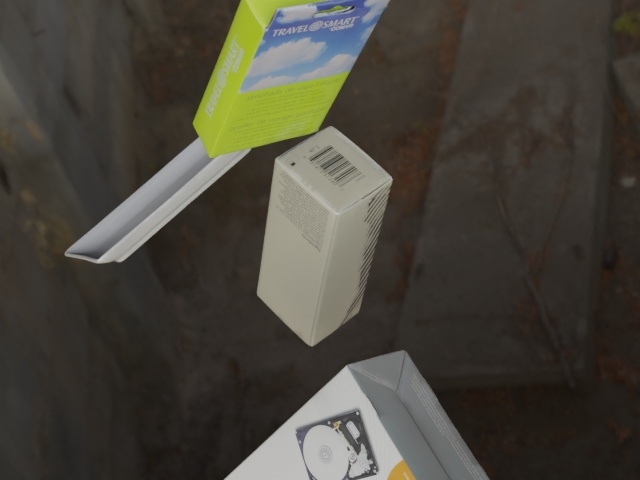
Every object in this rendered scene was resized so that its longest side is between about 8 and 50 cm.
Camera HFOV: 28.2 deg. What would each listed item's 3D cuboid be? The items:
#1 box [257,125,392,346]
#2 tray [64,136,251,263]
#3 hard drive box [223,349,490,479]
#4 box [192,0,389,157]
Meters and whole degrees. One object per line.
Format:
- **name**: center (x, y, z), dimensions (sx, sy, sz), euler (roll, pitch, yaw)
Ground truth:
- **box**: center (0.000, 0.000, 1.548), dimensions (0.094, 0.275, 0.113), euler (-34, 65, -29)
- **tray**: center (-0.185, -0.057, 1.552), dimensions (0.270, 0.030, 0.145), euler (-43, 19, -18)
- **hard drive box**: center (0.029, 0.240, 1.144), dimensions (0.232, 0.089, 0.181), euler (-47, 65, 34)
- **box**: center (-0.024, -0.137, 0.966), dimensions (0.109, 0.178, 0.042), euler (-17, 66, -30)
